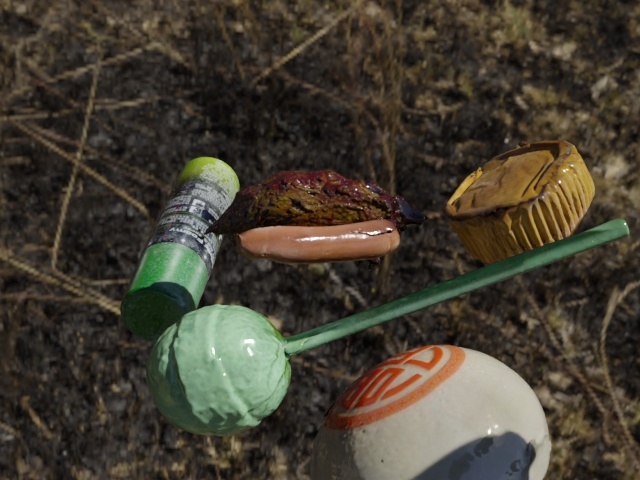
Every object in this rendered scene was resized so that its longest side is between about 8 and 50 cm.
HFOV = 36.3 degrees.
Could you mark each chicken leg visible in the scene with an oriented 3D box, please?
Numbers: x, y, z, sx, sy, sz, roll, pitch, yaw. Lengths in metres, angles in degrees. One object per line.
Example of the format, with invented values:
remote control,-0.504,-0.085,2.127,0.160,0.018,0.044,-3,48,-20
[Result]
chicken leg,-0.001,-0.026,1.046,0.234,0.105,0.063,10,17,-13

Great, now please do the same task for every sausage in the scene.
sausage,0.000,0.001,0.978,0.177,0.040,0.047,-4,40,-26

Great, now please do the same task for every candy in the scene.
candy,0.055,0.064,0.851,0.440,0.119,0.119,-20,42,7

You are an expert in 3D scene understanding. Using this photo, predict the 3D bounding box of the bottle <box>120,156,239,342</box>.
bottle,-0.180,0.003,1.289,0.093,0.093,0.330,9,33,1

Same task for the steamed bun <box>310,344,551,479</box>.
steamed bun,0.112,0.223,1.121,0.283,0.283,0.177,-34,100,-38

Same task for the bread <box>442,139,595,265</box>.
bread,0.272,-0.047,1.312,0.199,0.104,0.199,-28,20,11
